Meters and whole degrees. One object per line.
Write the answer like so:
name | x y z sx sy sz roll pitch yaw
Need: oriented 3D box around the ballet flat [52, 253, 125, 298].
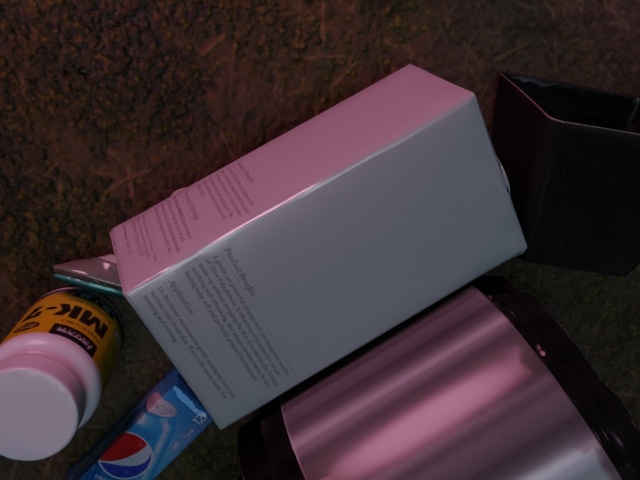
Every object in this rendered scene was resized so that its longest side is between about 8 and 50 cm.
ballet flat | -0.198 0.049 0.851 0.213 0.072 0.068 22 75 -11

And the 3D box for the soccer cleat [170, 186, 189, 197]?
soccer cleat | -0.071 -0.058 0.828 0.196 0.068 0.076 0 101 -13

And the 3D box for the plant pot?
plant pot | 0.286 -0.068 0.803 0.188 0.187 0.167 8 116 -7

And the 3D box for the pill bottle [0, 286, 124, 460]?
pill bottle | -0.286 0.137 0.784 0.119 0.208 0.119 -1 106 -5

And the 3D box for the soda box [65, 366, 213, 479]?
soda box | -0.220 0.250 0.892 0.067 0.071 0.210 43 98 -15

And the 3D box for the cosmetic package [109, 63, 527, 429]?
cosmetic package | 0.000 0.000 0.744 0.365 0.155 0.197 -29 120 -7

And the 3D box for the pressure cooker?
pressure cooker | 0.106 0.283 0.776 0.420 0.375 0.370 -30 113 -1
